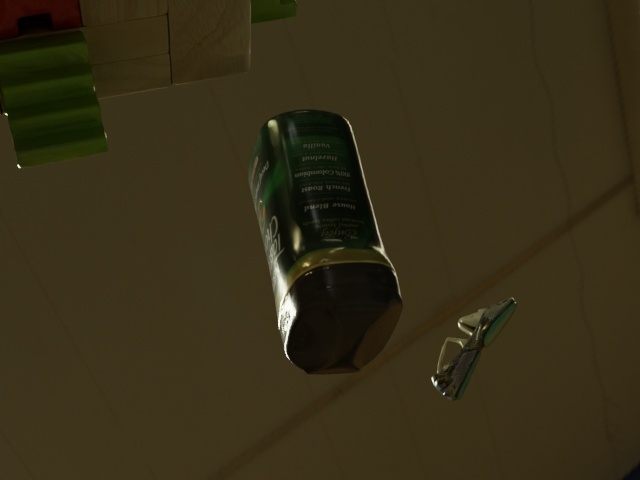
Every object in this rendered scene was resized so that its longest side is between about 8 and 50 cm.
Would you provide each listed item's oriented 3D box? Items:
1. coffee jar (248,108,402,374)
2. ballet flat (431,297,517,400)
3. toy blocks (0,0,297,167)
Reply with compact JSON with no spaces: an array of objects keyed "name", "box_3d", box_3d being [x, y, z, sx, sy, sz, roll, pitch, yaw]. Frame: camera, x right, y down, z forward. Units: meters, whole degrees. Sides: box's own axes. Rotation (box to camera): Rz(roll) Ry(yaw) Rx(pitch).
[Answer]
[{"name":"coffee jar","box_3d":[0.000,0.000,0.685,0.079,0.184,0.096,-1,-40,-17]},{"name":"ballet flat","box_3d":[0.138,0.092,0.877,0.114,0.041,0.041,-54,-52,-19]},{"name":"toy blocks","box_3d":[-0.183,-0.192,0.465,0.381,0.191,0.261,-13,-42,-17]}]
